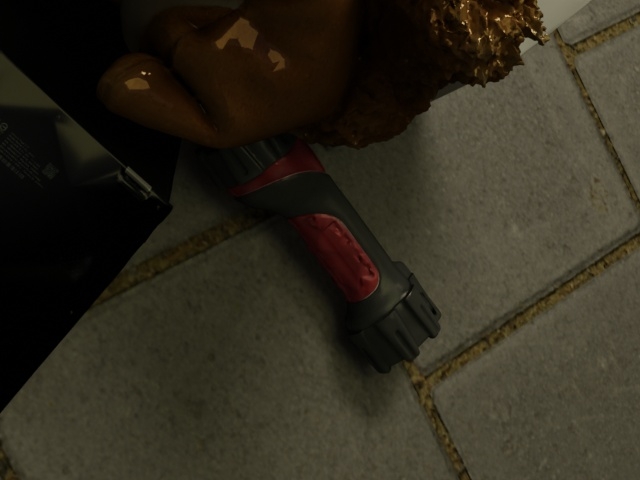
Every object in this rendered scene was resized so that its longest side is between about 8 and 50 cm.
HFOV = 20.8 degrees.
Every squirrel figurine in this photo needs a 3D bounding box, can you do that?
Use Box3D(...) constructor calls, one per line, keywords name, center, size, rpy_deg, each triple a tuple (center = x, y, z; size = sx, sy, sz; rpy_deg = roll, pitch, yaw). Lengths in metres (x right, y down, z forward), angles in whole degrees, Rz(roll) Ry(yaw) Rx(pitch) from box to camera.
Box3D(name="squirrel figurine", center=(0.010, -0.274, 1.566), size=(0.397, 0.370, 0.281), rpy_deg=(22, 29, -23))

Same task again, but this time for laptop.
Box3D(name="laptop", center=(-0.335, -0.118, 1.541), size=(0.382, 0.236, 0.408), rpy_deg=(43, 78, -21))

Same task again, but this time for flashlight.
Box3D(name="flashlight", center=(0.000, 0.000, 1.750), size=(0.304, 0.103, 0.103), rpy_deg=(55, 18, -17))

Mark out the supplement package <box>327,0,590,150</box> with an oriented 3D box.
Box3D(name="supplement package", center=(0.098, -0.256, 1.816), size=(0.198, 0.263, 0.199), rpy_deg=(-39, 101, -44))
